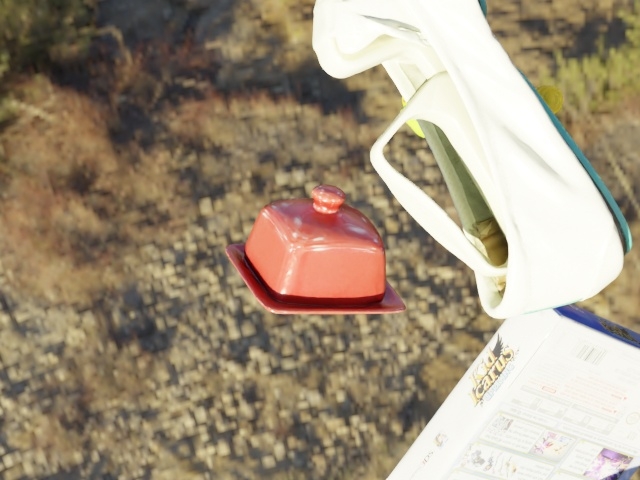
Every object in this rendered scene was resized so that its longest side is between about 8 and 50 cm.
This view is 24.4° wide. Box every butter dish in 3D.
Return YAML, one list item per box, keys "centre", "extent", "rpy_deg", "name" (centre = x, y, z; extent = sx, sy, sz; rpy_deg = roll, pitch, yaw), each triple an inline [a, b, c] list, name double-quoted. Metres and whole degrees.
- centre: [0.000, 0.000, 1.517]
  extent: [0.160, 0.118, 0.160]
  rpy_deg: [1, 24, -22]
  name: "butter dish"

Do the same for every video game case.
- centre: [0.232, 0.189, 1.495]
  extent: [0.244, 0.269, 0.061]
  rpy_deg: [-56, 43, 12]
  name: "video game case"

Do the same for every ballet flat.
- centre: [0.076, -0.119, 1.068]
  extent: [0.139, 0.139, 0.400]
  rpy_deg: [-31, 90, -22]
  name: "ballet flat"

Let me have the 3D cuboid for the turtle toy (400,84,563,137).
- centre: [0.129, -0.102, 1.192]
  extent: [0.130, 0.095, 0.066]
  rpy_deg: [17, 87, -9]
  name: "turtle toy"
